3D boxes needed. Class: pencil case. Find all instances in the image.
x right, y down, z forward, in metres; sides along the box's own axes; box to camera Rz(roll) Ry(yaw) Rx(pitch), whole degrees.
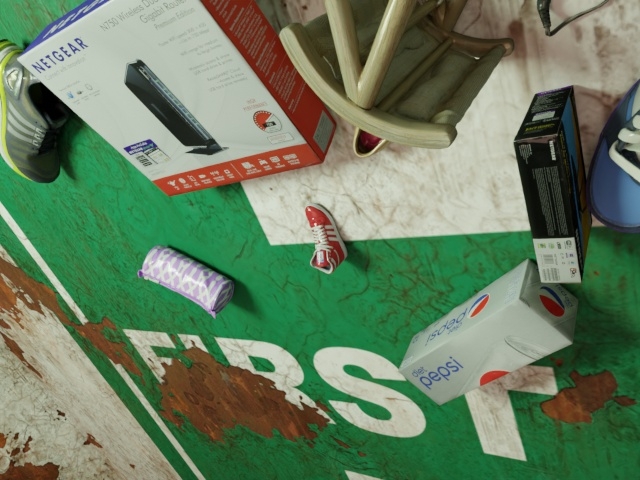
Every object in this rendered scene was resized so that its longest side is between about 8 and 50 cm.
[{"bbox_3d":[-0.286,0.083,1.067,0.206,0.088,0.086,23,136,15],"label":"pencil case"}]

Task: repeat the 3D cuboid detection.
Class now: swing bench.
[{"bbox_3d":[0.089,-0.254,0.431,0.165,0.253,0.255,18,132,21],"label":"swing bench"}]

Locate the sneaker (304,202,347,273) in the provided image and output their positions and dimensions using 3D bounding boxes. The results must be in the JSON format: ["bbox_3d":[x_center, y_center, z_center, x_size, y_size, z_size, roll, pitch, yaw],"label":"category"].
[{"bbox_3d":[0.000,0.000,0.827,0.042,0.067,0.118,-15,115,40],"label":"sneaker"}]

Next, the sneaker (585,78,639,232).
[{"bbox_3d":[0.307,-0.106,0.403,0.130,0.236,0.323,46,135,20],"label":"sneaker"}]

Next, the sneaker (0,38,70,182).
[{"bbox_3d":[-0.560,-0.228,0.983,0.121,0.111,0.300,23,136,10],"label":"sneaker"}]

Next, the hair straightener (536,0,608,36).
[{"bbox_3d":[0.255,-0.294,0.437,0.089,0.047,0.231,21,134,18],"label":"hair straightener"}]

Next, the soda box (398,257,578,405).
[{"bbox_3d":[0.247,0.153,0.772,0.098,0.091,0.286,39,136,-1],"label":"soda box"}]

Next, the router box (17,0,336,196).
[{"bbox_3d":[-0.195,-0.207,0.702,0.335,0.082,0.301,-6,141,35],"label":"router box"}]

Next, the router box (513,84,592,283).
[{"bbox_3d":[0.264,-0.062,0.557,0.046,0.133,0.179,-3,123,35],"label":"router box"}]

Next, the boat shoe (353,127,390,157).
[{"bbox_3d":[0.090,-0.171,0.635,0.063,0.059,0.170,33,136,6],"label":"boat shoe"}]
